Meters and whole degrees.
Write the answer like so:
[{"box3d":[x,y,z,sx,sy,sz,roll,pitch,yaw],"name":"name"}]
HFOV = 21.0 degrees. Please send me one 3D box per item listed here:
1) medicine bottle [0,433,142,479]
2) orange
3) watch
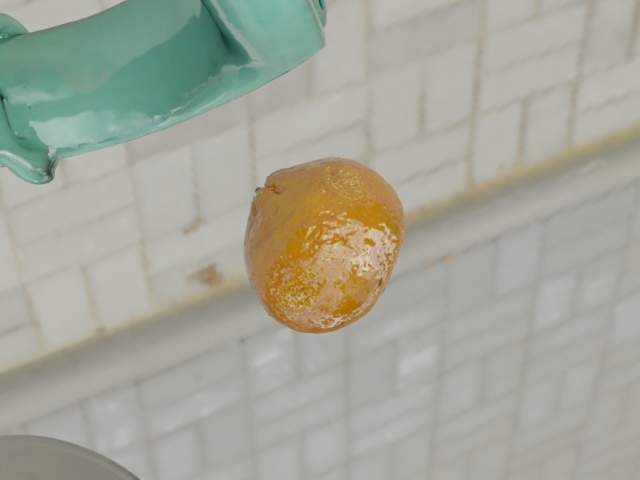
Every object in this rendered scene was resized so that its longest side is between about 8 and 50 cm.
[{"box3d":[-0.226,0.308,1.134,0.208,0.208,0.340,3,127,-38],"name":"medicine bottle"},{"box3d":[-0.001,0.002,1.286,0.117,0.136,0.136,20,137,3],"name":"orange"},{"box3d":[-0.095,-0.071,0.543,0.195,0.068,0.237,-16,173,5],"name":"watch"}]
